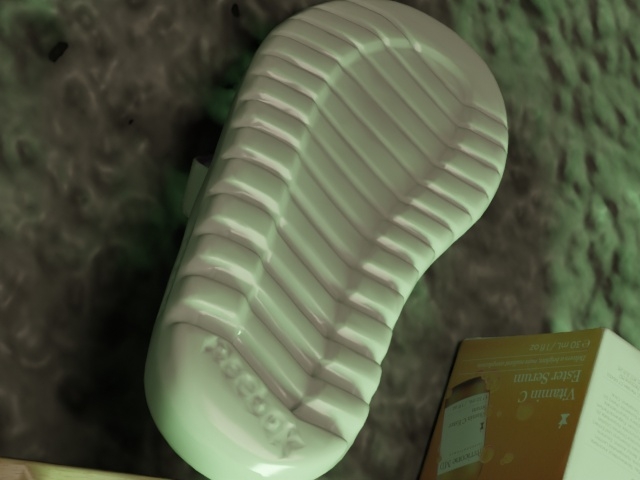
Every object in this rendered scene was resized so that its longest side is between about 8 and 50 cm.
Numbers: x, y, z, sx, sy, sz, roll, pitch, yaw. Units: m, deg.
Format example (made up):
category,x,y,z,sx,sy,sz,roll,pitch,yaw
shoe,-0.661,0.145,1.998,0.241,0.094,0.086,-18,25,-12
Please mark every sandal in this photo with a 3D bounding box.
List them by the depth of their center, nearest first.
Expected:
category,x,y,z,sx,sy,sz,roll,pitch,yaw
sandal,-0.012,-0.010,1.126,0.169,0.102,0.416,41,41,-8

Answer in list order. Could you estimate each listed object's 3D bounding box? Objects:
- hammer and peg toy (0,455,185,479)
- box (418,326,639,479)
category,x,y,z,sx,sy,sz,roll,pitch,yaw
hammer and peg toy,-0.043,0.262,0.996,0.361,0.127,0.266,13,83,-31
box,0.138,0.152,1.210,0.091,0.130,0.170,35,62,-33
